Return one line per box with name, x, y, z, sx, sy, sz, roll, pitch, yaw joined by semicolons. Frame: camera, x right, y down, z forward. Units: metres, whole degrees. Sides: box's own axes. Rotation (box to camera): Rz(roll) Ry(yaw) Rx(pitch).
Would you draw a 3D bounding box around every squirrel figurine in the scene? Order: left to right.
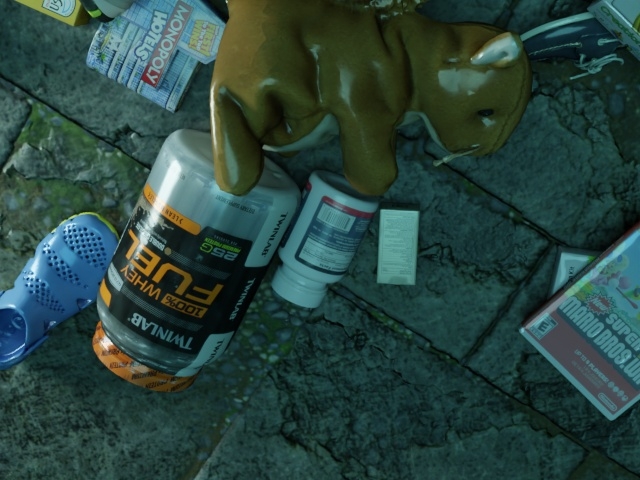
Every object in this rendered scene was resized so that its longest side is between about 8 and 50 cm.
squirrel figurine;0.072;-0.256;1.180;0.370;0.281;0.397;-2;98;15

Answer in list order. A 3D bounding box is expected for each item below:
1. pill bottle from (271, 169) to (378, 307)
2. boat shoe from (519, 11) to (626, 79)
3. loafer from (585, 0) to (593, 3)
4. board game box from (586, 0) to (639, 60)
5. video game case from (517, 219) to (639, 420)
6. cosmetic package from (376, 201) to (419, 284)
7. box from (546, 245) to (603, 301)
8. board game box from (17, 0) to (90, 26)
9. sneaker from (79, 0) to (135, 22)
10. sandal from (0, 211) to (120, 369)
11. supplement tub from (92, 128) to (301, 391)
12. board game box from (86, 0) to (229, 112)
pill bottle;0.000;0.000;1.363;0.108;0.108;0.180;25;107;-3
boat shoe;0.376;-0.266;1.260;0.254;0.095;0.079;-14;94;0
loafer;0.327;-0.373;1.237;0.220;0.078;0.080;12;133;-15
board game box;0.506;-0.343;1.193;0.193;0.053;0.305;41;86;-7
video game case;0.457;0.102;1.356;0.204;0.025;0.285;44;105;-8
cosmetic package;0.113;0.005;1.389;0.060;0.041;0.115;4;107;3
box;0.429;0.092;1.389;0.186;0.038;0.145;9;107;3
board game box;-0.432;-0.466;1.284;0.316;0.064;0.242;23;107;-2
sneaker;-0.312;-0.448;1.132;0.147;0.145;0.385;-33;140;-1
sandal;-0.419;0.090;1.415;0.126;0.138;0.317;41;104;-5
supplement tub;-0.184;0.032;1.338;0.207;0.207;0.338;26;107;-3
board game box;-0.207;-0.282;1.322;0.194;0.060;0.194;28;107;-3
